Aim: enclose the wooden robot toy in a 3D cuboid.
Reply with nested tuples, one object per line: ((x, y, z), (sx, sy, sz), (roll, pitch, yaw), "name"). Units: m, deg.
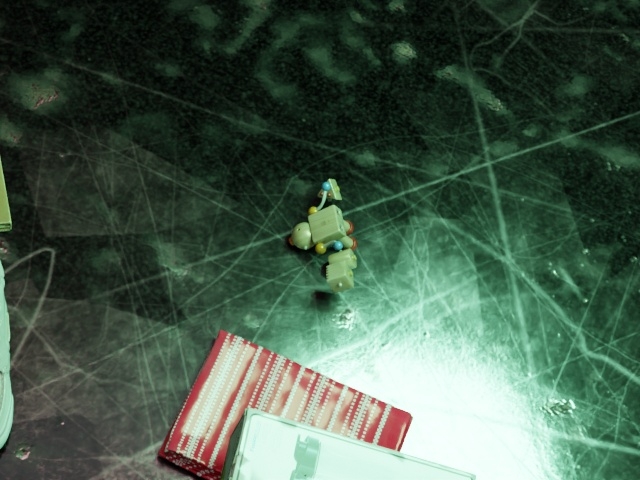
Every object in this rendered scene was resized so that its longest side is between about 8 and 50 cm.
((0.000, 0.000, 2.117), (0.079, 0.076, 0.173), (-20, 59, 16), "wooden robot toy")

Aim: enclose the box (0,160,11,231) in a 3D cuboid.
((-0.497, -0.094, 2.071), (0.164, 0.021, 0.201), (-6, 61, -17), "box")

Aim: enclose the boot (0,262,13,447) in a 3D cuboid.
((-0.414, 0.118, 1.896), (0.095, 0.123, 0.258), (-5, 60, -16), "boot")

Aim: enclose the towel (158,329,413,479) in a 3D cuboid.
((-0.036, 0.239, 1.965), (0.275, 0.031, 0.199), (24, 56, 3), "towel")

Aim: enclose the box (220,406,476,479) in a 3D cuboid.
((0.023, 0.319, 1.851), (0.290, 0.087, 0.169), (17, 57, -9), "box")
